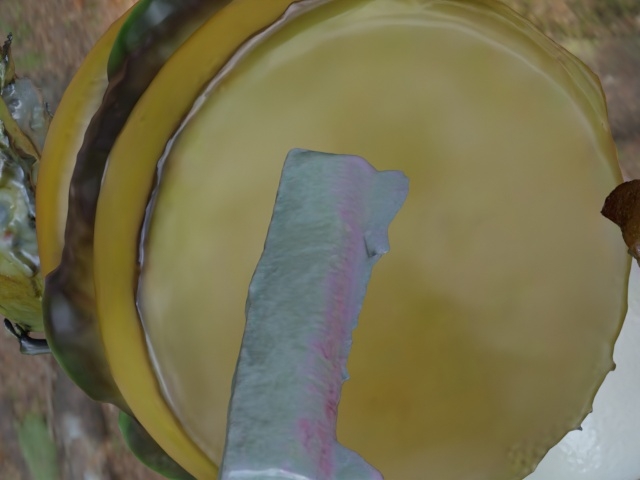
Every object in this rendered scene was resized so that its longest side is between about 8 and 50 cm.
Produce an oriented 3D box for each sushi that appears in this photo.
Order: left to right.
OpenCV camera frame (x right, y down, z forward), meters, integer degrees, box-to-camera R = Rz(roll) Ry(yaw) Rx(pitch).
[{"bbox_3d":[-0.275,-0.036,1.689,0.139,0.131,0.291,-9,121,25],"label":"sushi"},{"bbox_3d":[0.211,0.011,1.071,0.120,0.052,0.055,24,121,-11],"label":"sushi"}]

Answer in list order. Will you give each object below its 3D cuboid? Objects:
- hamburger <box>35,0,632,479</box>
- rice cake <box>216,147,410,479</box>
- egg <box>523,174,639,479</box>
[{"bbox_3d":[0.000,0.000,1.342,0.395,0.277,0.396,-5,103,-21],"label":"hamburger"},{"bbox_3d":[0.000,0.044,0.956,0.081,0.290,0.051,-1,123,6],"label":"rice cake"},{"bbox_3d":[0.181,0.056,1.832,0.354,0.354,0.340,-31,97,4],"label":"egg"}]
